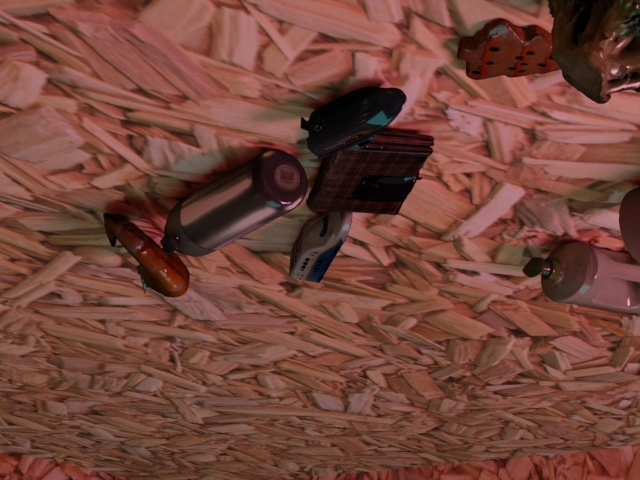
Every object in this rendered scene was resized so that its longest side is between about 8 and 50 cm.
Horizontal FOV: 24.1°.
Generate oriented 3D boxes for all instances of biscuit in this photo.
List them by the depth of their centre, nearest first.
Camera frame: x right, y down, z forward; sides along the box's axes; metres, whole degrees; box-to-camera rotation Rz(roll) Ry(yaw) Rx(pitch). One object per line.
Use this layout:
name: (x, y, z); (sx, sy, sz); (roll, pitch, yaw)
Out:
biscuit: (0.202, -0.187, 1.502); (0.130, 0.019, 0.119); (1, 162, -6)

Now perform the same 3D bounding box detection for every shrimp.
shrimp: (-0.236, 0.022, 2.026); (0.068, 0.150, 0.249); (-43, 180, -9)

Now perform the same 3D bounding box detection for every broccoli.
broccoli: (0.265, -0.192, 1.327); (0.162, 0.138, 0.146); (50, 154, -15)

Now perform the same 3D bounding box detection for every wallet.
wallet: (0.056, -0.078, 1.801); (0.124, 0.042, 0.230); (5, 160, -6)

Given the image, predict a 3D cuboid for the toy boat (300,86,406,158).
toy boat: (0.042, -0.132, 1.612); (0.060, 0.055, 0.141); (23, 152, -34)

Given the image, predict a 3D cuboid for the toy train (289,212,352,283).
toy train: (0.000, 0.000, 2.027); (0.051, 0.052, 0.234); (7, 161, -8)

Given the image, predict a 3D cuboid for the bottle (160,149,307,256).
bottle: (-0.115, -0.037, 1.850); (0.096, 0.079, 0.254); (-37, -172, -36)

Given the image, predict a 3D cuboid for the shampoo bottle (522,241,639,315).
shampoo bottle: (0.398, 0.054, 2.133); (0.234, 0.087, 0.118); (10, 163, -27)

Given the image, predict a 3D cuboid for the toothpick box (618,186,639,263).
toothpick box: (0.466, -0.035, 1.823); (0.111, 0.111, 0.181); (14, 159, -36)
